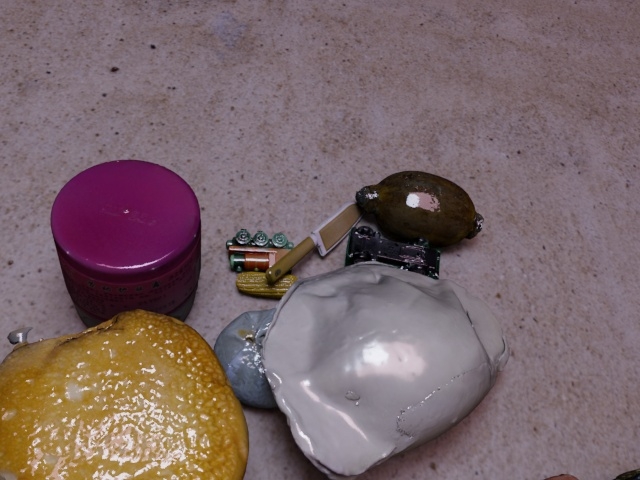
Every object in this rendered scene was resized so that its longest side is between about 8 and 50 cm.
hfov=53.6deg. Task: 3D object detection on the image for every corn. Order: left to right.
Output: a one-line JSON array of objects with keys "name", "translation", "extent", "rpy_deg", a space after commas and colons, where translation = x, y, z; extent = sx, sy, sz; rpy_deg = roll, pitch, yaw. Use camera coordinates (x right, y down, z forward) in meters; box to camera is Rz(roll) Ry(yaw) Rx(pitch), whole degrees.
[{"name": "corn", "translation": [-0.078, 0.064, 0.924], "extent": [0.092, 0.037, 0.037], "rpy_deg": [8, 53, -6]}]

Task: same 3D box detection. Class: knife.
[{"name": "knife", "translation": [-0.001, 0.000, 0.975], "extent": [0.256, 0.022, 0.046], "rpy_deg": [-40, 115, -42]}]

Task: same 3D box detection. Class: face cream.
[{"name": "face cream", "translation": [-0.244, 0.021, 0.820], "extent": [0.175, 0.195, 0.175], "rpy_deg": [6, 52, -7]}]

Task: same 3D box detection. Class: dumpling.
[{"name": "dumpling", "translation": [0.086, 0.133, 0.817], "extent": [0.341, 0.181, 0.260], "rpy_deg": [-31, 70, -15]}]

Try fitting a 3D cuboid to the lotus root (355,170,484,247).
[{"name": "lotus root", "translation": [0.158, -0.054, 1.016], "extent": [0.209, 0.120, 0.120], "rpy_deg": [13, 53, -3]}]

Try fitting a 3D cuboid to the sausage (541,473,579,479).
[{"name": "sausage", "translation": [0.267, 0.336, 0.802], "extent": [0.157, 0.036, 0.042], "rpy_deg": [-16, 52, -21]}]

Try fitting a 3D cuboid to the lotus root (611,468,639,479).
[{"name": "lotus root", "translation": [0.444, 0.414, 0.720], "extent": [0.173, 0.173, 0.309], "rpy_deg": [-9, 65, -18]}]

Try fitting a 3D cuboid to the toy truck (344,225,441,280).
[{"name": "toy truck", "translation": [0.108, 0.030, 0.962], "extent": [0.147, 0.079, 0.065], "rpy_deg": [14, 54, -3]}]

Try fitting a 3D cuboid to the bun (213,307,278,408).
[{"name": "bun", "translation": [-0.072, 0.148, 0.835], "extent": [0.140, 0.083, 0.141], "rpy_deg": [4, 56, -7]}]

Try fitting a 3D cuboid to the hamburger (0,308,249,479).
[{"name": "hamburger", "translation": [-0.234, 0.221, 0.693], "extent": [0.289, 0.170, 0.314], "rpy_deg": [-15, 58, -25]}]

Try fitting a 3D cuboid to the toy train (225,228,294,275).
[{"name": "toy train", "translation": [-0.091, 0.021, 0.951], "extent": [0.103, 0.044, 0.064], "rpy_deg": [4, 64, -10]}]
